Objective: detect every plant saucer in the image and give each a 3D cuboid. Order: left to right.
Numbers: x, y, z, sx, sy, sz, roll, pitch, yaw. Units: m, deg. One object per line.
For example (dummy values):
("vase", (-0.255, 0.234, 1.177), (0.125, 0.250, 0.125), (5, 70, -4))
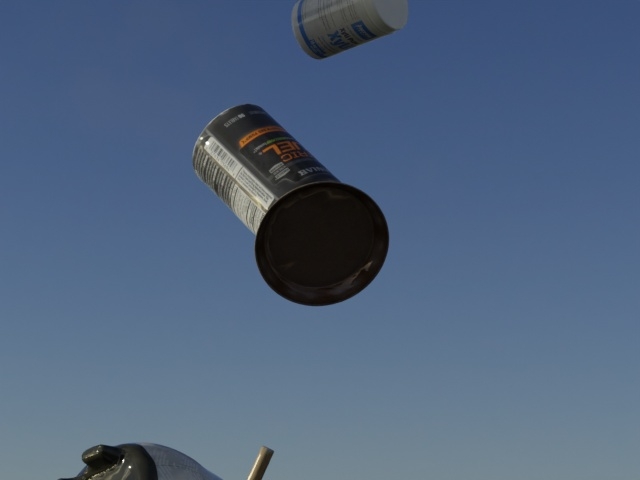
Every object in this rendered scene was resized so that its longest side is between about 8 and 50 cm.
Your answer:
("plant saucer", (0.000, 0.000, 2.109), (0.168, 0.168, 0.029), (4, 24, -13))

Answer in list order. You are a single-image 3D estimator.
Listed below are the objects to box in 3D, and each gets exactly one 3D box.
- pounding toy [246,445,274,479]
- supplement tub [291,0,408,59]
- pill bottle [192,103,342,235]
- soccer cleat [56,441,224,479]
("pounding toy", (-0.009, 0.381, 2.035), (0.237, 0.183, 0.110), (32, 3, -17))
("supplement tub", (0.030, -0.235, 1.780), (0.107, 0.071, 0.071), (-17, -19, 37))
("pill bottle", (-0.051, -0.063, 2.250), (0.245, 0.130, 0.130), (44, 16, 32))
("soccer cleat", (-0.190, 0.270, 1.274), (0.331, 0.116, 0.143), (-39, -43, 26))
